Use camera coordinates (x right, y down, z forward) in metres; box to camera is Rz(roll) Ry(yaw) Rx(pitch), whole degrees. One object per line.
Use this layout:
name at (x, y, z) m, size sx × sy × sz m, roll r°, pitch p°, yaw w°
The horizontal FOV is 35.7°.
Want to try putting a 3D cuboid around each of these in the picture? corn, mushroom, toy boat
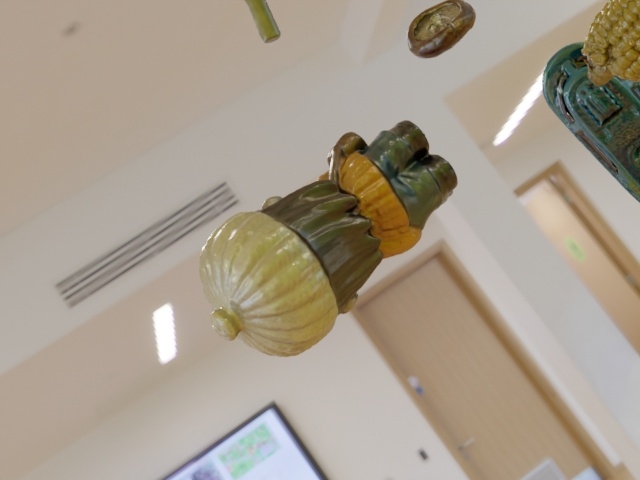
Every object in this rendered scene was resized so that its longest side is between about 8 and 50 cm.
corn at (0.436, -0.312, 1.207) m, size 0.119 × 0.119 × 0.322 m, roll -26°, pitch -23°, yaw -44°
mushroom at (0.199, -0.346, 1.630) m, size 0.123 × 0.123 × 0.052 m, roll -38°, pitch -54°, yaw 6°
toy boat at (0.471, -0.184, 1.555) m, size 0.134 × 0.299 × 0.092 m, roll -43°, pitch 3°, yaw 17°

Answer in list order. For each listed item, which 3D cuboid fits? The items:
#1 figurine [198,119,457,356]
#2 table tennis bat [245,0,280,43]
figurine at (0.007, -0.008, 1.169) m, size 0.332 × 0.185 × 0.204 m, roll -40°, pitch -4°, yaw 2°
table tennis bat at (-0.121, -0.419, 1.522) m, size 0.138 × 0.247 × 0.022 m, roll -24°, pitch -2°, yaw -7°
